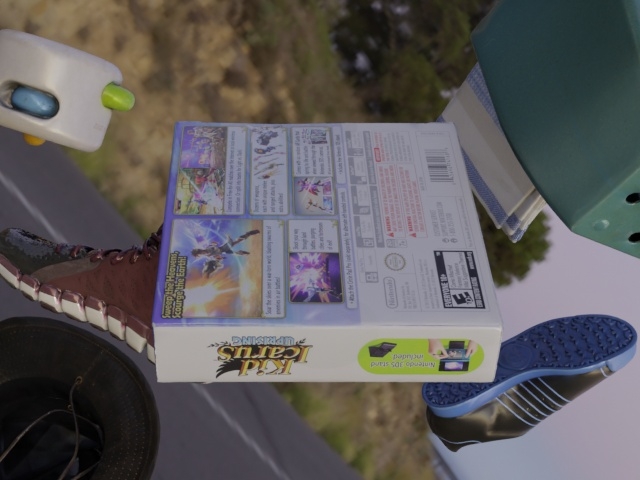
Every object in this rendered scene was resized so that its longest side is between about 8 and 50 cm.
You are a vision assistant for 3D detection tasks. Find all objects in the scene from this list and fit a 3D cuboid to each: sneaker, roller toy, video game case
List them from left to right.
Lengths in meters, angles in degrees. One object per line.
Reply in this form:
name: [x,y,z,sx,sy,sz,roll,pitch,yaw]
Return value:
roller toy: [-0.393,-0.207,1.667,0.191,0.146,0.209,17,2,-43]
sneaker: [-0.186,0.012,1.161,0.281,0.162,0.106,26,15,9]
video game case: [0.000,0.000,0.916,0.269,0.244,0.061,-93,-175,-53]
sneaker: [0.222,0.152,1.222,0.081,0.232,0.090,-105,176,-50]

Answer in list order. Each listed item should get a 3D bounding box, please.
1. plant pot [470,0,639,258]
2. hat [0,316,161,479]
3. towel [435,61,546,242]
plant pot: [0.244,-0.108,0.917,0.165,0.166,0.234,19,46,-25]
hat: [-0.325,0.254,1.364,0.331,0.331,0.134,55,-5,30]
towel: [0.253,-0.164,1.321,0.034,0.285,0.209,8,40,-39]
